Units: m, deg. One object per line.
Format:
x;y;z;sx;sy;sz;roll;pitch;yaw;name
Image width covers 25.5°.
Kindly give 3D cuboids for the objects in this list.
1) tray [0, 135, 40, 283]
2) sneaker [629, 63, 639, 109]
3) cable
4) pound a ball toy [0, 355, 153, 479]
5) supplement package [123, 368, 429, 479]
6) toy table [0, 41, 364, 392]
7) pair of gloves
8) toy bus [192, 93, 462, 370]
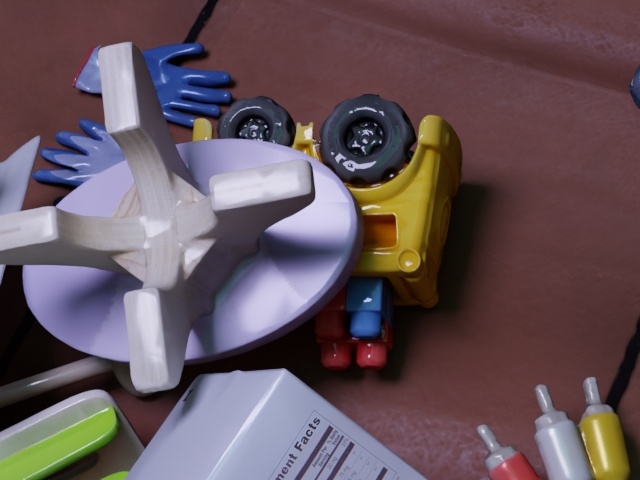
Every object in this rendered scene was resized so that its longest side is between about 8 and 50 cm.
-0.289;0.038;1.164;0.030;0.145;0.270;24;38;-18;tray
0.390;-0.197;1.211;0.283;0.122;0.110;-27;62;-4;sneaker
0.207;0.246;1.050;0.139;0.072;0.287;-24;62;-5;cable
-0.242;0.218;1.134;0.319;0.135;0.208;-27;37;-3;pound a ball toy
-0.010;0.242;0.958;0.263;0.199;0.198;39;72;-13;supplement package
-0.117;-0.003;1.053;0.274;0.161;0.252;-22;73;8;toy table
-0.173;-0.107;1.326;0.159;0.023;0.198;15;68;15;pair of gloves
0.000;0.000;1.180;0.220;0.149;0.211;2;74;13;toy bus
